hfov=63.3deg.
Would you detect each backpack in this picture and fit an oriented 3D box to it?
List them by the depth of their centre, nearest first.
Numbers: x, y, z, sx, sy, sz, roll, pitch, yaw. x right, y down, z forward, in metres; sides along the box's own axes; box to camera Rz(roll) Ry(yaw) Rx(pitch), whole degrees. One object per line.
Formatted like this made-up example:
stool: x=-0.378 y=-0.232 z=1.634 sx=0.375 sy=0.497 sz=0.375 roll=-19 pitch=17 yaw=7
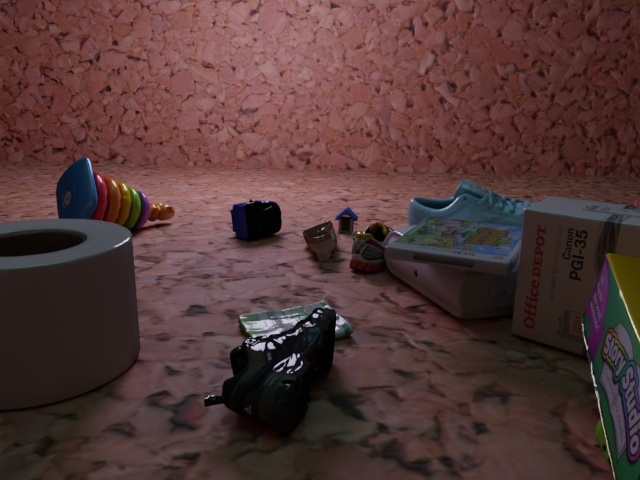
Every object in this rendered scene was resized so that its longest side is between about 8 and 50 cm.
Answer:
backpack: x=-0.166 y=-0.061 z=1.347 sx=0.120 sy=0.097 sz=0.101 roll=-13 pitch=17 yaw=-40

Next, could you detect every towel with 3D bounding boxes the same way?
towel: x=-0.041 y=0.128 z=0.793 sx=0.152 sy=0.023 sz=0.113 roll=-5 pitch=15 yaw=-22

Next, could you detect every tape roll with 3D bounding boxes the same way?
tape roll: x=-0.365 y=0.079 z=0.668 sx=0.246 sy=0.169 sz=0.246 roll=1 pitch=16 yaw=0

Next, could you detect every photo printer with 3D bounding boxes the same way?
photo printer: x=0.282 y=0.039 z=0.989 sx=0.256 sy=0.107 sz=0.307 roll=-4 pitch=16 yaw=-18

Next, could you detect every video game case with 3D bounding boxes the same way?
video game case: x=0.238 y=0.002 z=0.875 sx=0.193 sy=0.023 sz=0.212 roll=8 pitch=19 yaw=29

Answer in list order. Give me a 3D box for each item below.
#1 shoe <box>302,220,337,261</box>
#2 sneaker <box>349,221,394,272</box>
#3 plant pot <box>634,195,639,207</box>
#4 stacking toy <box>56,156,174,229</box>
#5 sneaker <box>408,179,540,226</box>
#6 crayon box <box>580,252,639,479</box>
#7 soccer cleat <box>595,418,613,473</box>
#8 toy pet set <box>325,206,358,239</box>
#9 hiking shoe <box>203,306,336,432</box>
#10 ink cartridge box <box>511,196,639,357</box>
shoe: x=0.000 y=0.000 z=1.233 sx=0.077 sy=0.058 sz=0.219 roll=-18 pitch=10 yaw=5
sneaker: x=0.149 y=0.003 z=1.140 sx=0.088 sy=0.092 sz=0.225 roll=11 pitch=17 yaw=34
plant pot: x=0.682 y=0.011 z=0.878 sx=0.275 sy=0.274 sz=0.243 roll=-12 pitch=9 yaw=-41
stacking toy: x=-0.516 y=-0.086 z=1.364 sx=0.175 sy=0.165 sz=0.302 roll=-37 pitch=-28 yaw=31
sneaker: x=0.370 y=-0.066 z=1.176 sx=0.366 sy=0.150 sz=0.135 roll=-8 pitch=20 yaw=24
crayon box: x=0.396 y=0.159 z=0.392 sx=0.313 sy=0.106 sz=0.363 roll=11 pitch=27 yaw=15
soccer cleat: x=0.353 y=0.207 z=0.483 sx=0.179 sy=0.060 sz=0.072 roll=8 pitch=40 yaw=9
toy pet set: x=0.075 y=-0.047 z=1.377 sx=0.122 sy=0.065 sz=0.114 roll=4 pitch=15 yaw=7
hiking shoe: x=-0.050 y=0.136 z=0.637 sx=0.114 sy=0.086 sz=0.227 roll=9 pitch=17 yaw=15
ink cartridge box: x=0.425 y=0.064 z=0.713 sx=0.283 sy=0.207 sz=0.117 roll=14 pitch=21 yaw=41
